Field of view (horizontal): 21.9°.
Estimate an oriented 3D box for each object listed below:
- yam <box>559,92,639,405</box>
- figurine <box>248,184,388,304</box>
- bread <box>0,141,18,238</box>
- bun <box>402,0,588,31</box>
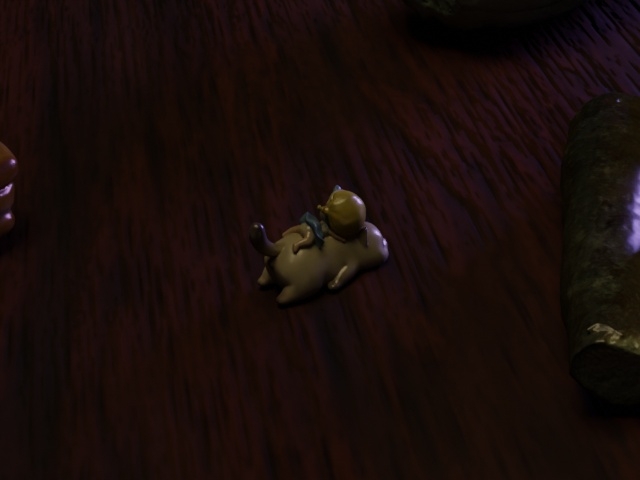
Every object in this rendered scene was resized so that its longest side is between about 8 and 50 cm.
[{"bbox_3d":[0.160,-0.002,0.902,0.061,0.061,0.274,-4,30,12],"label":"yam"},{"bbox_3d":[0.000,0.000,0.961,0.083,0.050,0.047,-24,36,-22],"label":"figurine"},{"bbox_3d":[-0.290,-0.010,1.055,0.116,0.077,0.200,17,37,43],"label":"bread"},{"bbox_3d":[0.156,-0.229,1.266,0.221,0.108,0.221,-15,22,6],"label":"bun"}]
